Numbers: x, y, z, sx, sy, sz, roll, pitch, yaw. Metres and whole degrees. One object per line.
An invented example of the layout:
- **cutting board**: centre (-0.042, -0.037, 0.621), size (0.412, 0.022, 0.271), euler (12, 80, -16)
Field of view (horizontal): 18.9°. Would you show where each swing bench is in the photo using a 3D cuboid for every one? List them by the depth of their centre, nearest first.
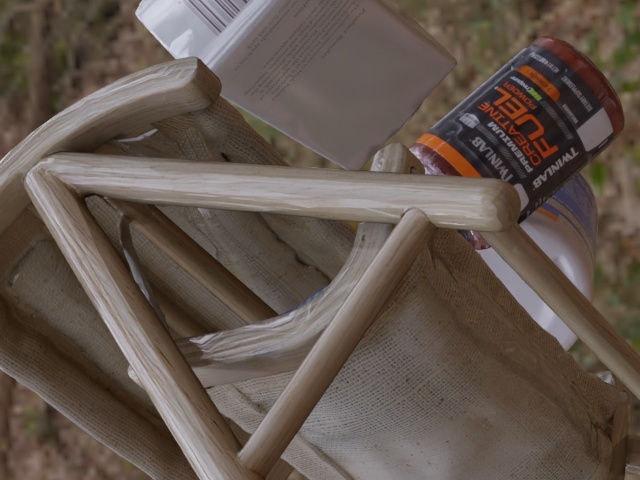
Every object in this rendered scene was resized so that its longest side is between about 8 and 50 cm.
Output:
- **swing bench**: centre (0.006, 0.063, 0.814), size (0.255, 0.165, 0.253), euler (27, 169, 44)

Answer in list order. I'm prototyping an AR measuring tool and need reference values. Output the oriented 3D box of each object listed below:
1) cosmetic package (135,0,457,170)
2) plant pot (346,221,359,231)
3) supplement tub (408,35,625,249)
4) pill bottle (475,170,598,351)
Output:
- **cosmetic package**: centre (-0.011, -0.138, 1.311), size (0.085, 0.117, 0.231), euler (47, -171, 27)
- **plant pot**: centre (0.000, 0.000, 1.852), size (0.083, 0.081, 0.081), euler (65, -161, -15)
- **supplement tub**: centre (0.139, -0.064, 1.515), size (0.106, 0.198, 0.106), euler (47, 169, 11)
- **pill bottle**: centre (0.172, -0.002, 1.716), size (0.272, 0.152, 0.152), euler (-65, -28, -66)
